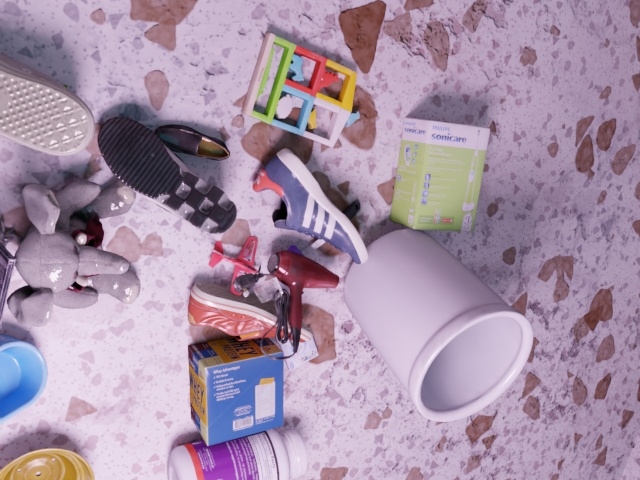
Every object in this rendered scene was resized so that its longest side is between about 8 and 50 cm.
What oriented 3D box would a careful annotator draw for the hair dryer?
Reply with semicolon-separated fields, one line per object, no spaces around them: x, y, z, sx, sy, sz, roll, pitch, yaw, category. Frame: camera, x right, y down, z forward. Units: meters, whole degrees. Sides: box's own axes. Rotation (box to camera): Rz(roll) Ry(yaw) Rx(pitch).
-0.068;0.135;1.500;0.293;0.080;0.224;-29;97;-38;hair dryer

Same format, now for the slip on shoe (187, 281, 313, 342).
-0.169;0.193;1.514;0.331;0.123;0.101;19;103;-27;slip on shoe

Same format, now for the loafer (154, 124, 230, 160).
-0.276;-0.213;1.367;0.169;0.061;0.062;8;101;-30;loafer

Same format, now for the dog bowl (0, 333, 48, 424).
-0.658;0.292;1.199;0.297;0.074;0.166;-34;111;-55;dog bowl

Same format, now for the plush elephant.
-0.482;0.025;1.202;0.329;0.255;0.272;2;103;-30;plush elephant

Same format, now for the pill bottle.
-0.203;0.567;1.556;0.322;0.181;0.182;-6;107;-29;pill bottle

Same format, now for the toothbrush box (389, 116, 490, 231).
0.319;-0.175;1.681;0.206;0.122;0.284;0;104;-28;toothbrush box

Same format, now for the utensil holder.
0.276;0.193;1.562;0.327;0.385;0.328;-14;128;-19;utensil holder

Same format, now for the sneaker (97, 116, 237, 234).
-0.329;-0.125;1.333;0.330;0.146;0.122;41;82;-10;sneaker

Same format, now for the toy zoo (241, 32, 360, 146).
-0.028;-0.344;1.491;0.293;0.030;0.193;14;96;-32;toy zoo

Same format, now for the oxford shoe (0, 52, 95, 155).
-0.622;-0.286;1.123;0.449;0.130;0.169;26;96;-18;oxford shoe

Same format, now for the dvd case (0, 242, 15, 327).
-0.631;0.088;1.165;0.018;0.164;0.221;-5;124;-53;dvd case

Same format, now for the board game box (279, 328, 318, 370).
-0.058;0.285;1.654;0.090;0.020;0.090;-26;115;-22;board game box

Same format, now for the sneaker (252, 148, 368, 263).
-0.027;-0.050;1.518;0.148;0.131;0.350;-40;108;1;sneaker

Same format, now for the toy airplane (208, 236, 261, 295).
-0.205;0.053;1.492;0.151;0.028;0.151;6;81;-37;toy airplane

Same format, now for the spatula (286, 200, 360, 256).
0.000;0.000;1.602;0.296;0.030;0.084;-42;116;-14;spatula

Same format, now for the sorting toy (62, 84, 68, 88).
-0.532;-0.276;1.234;0.083;0.012;0.062;-25;110;-18;sorting toy

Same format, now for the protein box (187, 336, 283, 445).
-0.205;0.353;1.521;0.199;0.136;0.201;-7;107;-28;protein box

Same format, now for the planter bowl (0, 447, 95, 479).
-0.612;0.530;1.366;0.217;0.090;0.217;-9;108;-27;planter bowl
